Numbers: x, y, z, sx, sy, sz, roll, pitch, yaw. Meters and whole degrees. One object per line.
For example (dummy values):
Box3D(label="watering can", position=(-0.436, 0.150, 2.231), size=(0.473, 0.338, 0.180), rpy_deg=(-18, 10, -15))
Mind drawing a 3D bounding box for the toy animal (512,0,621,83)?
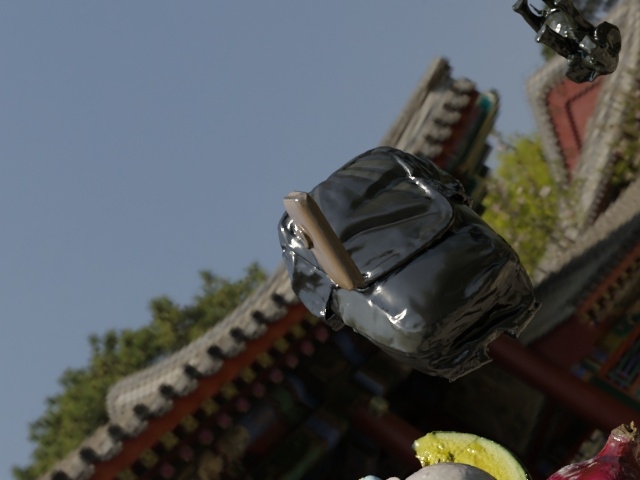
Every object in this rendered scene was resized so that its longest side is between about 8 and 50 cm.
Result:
Box3D(label="toy animal", position=(0.429, -0.358, 1.868), size=(0.114, 0.245, 0.146), rpy_deg=(-40, -55, 22))

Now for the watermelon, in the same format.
Box3D(label="watermelon", position=(0.240, 0.376, 1.572), size=(0.129, 0.301, 0.123), rpy_deg=(-15, -58, -11))

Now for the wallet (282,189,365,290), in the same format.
Box3D(label="wallet", position=(0.000, 0.000, 1.526), size=(0.039, 0.152, 0.118), rpy_deg=(-36, 9, -9))

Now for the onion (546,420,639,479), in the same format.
Box3D(label="onion", position=(0.369, 0.337, 1.398), size=(0.140, 0.195, 0.218), rpy_deg=(8, -81, -69))

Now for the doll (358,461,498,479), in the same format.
Box3D(label="doll", position=(0.093, 0.319, 1.155), size=(0.151, 0.151, 0.287), rpy_deg=(-41, 2, -34))

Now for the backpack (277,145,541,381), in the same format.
Box3D(label="backpack", position=(0.158, 0.051, 1.915), size=(0.363, 0.446, 0.255), rpy_deg=(-36, -41, -11))
